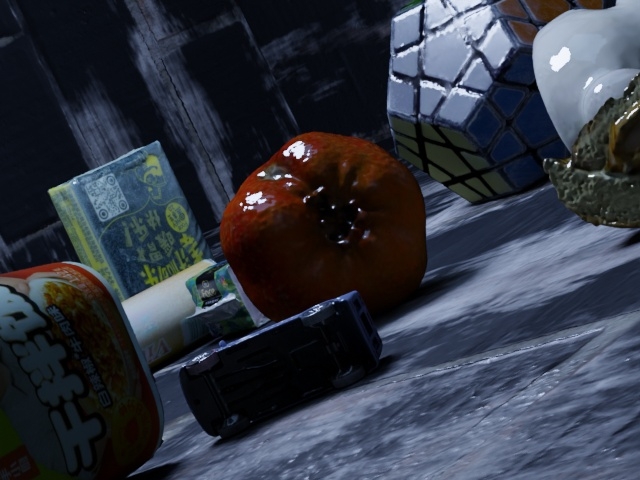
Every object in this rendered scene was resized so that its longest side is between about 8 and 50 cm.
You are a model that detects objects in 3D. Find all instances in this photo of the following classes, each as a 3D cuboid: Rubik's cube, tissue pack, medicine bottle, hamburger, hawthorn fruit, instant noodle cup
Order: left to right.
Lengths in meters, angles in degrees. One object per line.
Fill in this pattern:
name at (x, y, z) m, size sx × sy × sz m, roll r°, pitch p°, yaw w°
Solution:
instant noodle cup at (-0.306, 0.155, 1.468) m, size 0.294 × 0.294 × 0.308 m, roll -23°, pitch -1°, yaw 34°
medicine bottle at (-0.288, 0.152, 2.186) m, size 0.426 × 0.108 × 0.108 m, roll -27°, pitch 5°, yaw -32°
tissue pack at (-0.248, 0.009, 2.505) m, size 0.081 × 0.257 × 0.185 m, roll -19°, pitch 7°, yaw 42°
tissue pack at (-0.111, 0.071, 2.174) m, size 0.079 × 0.085 × 0.111 m, roll -31°, pitch 7°, yaw -33°
hawthorn fruit at (0.000, 0.000, 1.822) m, size 0.207 × 0.207 × 0.243 m, roll -27°, pitch -8°, yaw -10°
Rubik's cube at (0.223, -0.202, 2.246) m, size 0.319 × 0.319 × 0.264 m, roll -27°, pitch 32°, yaw -5°
hamburger at (0.308, -0.076, 1.511) m, size 0.208 × 0.135 × 0.155 m, roll -40°, pitch -17°, yaw 25°

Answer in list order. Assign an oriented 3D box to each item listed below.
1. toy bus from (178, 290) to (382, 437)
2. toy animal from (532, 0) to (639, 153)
toy bus at (-0.033, 0.105, 1.531) m, size 0.167 × 0.073 × 0.076 m, roll -23°, pitch 8°, yaw 15°
toy animal at (0.400, -0.199, 1.795) m, size 0.368 × 0.196 × 0.241 m, roll -27°, pitch 12°, yaw 10°
